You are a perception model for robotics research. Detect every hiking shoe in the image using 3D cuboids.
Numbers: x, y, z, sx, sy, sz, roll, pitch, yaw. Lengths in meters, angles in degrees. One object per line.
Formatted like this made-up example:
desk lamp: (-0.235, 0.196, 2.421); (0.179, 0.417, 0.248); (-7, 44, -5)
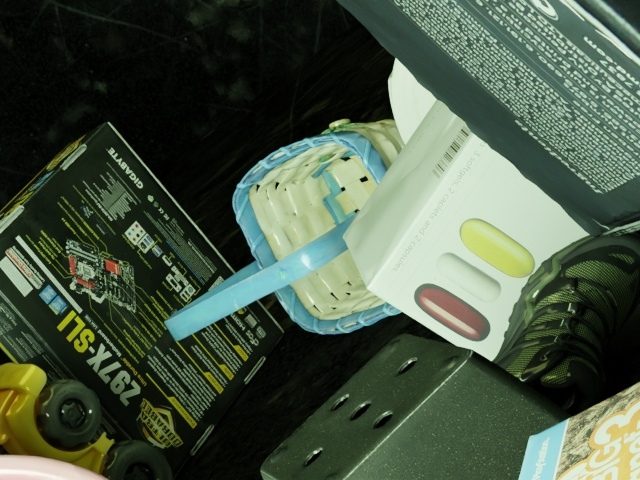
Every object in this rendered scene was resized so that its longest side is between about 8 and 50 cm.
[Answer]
hiking shoe: (0.178, 0.088, 1.171); (0.227, 0.086, 0.114); (-49, 28, -11)

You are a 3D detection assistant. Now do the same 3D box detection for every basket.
basket: (0.000, 0.000, 1.652); (0.255, 0.201, 0.289); (-25, 10, 46)

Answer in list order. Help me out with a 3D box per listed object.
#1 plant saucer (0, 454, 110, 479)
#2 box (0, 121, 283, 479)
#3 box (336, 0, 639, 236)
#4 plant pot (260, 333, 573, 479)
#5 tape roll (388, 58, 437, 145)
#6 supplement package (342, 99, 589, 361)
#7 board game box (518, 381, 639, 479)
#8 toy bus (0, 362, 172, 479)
plant saucer: (-0.242, 0.320, 1.185); (0.332, 0.332, 0.084); (-45, -27, -20)
box: (-0.214, 0.070, 1.757); (0.079, 0.322, 0.257); (-25, 21, 46)
box: (0.264, -0.275, 0.978); (0.480, 0.297, 0.472); (-48, -4, -3)
plant pot: (0.076, 0.160, 0.985); (0.188, 0.167, 0.187); (-42, 13, -12)
tape roll: (0.199, -0.166, 1.556); (0.246, 0.246, 0.169); (-34, 15, 24)
supplement package: (0.158, -0.051, 1.363); (0.262, 0.145, 0.204); (-56, 11, 8)
board game box: (0.225, 0.138, 0.690); (0.291, 0.141, 0.232); (-33, 15, 28)
toy bus: (-0.274, 0.255, 1.564); (0.149, 0.220, 0.211); (-14, 34, 52)
